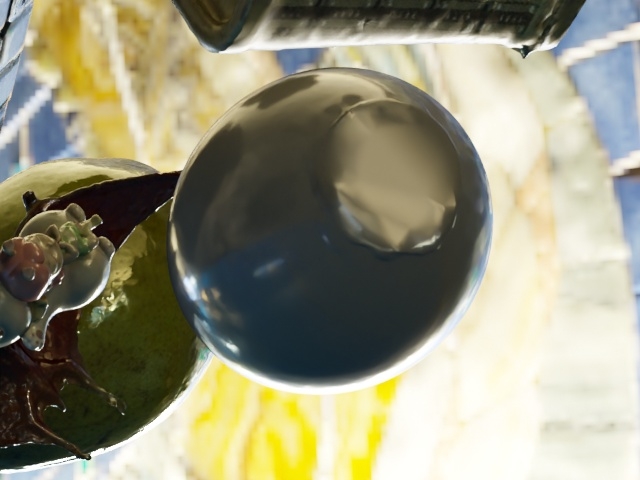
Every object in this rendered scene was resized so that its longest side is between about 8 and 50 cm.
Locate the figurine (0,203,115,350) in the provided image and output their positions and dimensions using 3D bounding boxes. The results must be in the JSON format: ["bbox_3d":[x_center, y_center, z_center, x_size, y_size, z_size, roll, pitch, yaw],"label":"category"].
[{"bbox_3d":[-0.218,0.026,1.335,0.146,0.081,0.098,-31,144,-41],"label":"figurine"}]

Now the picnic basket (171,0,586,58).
[{"bbox_3d":[0.006,-0.247,0.750,0.175,0.313,0.228,-5,137,-34],"label":"picnic basket"}]

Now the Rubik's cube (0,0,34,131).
[{"bbox_3d":[-0.343,-0.105,1.237,0.238,0.237,0.237,25,131,5],"label":"Rubik's cube"}]

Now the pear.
[{"bbox_3d":[-0.220,0.063,1.682,0.307,0.253,0.253,-37,-170,-38],"label":"pear"}]

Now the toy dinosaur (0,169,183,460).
[{"bbox_3d":[-0.215,0.072,1.430,0.327,0.207,0.113,-26,-178,-33],"label":"toy dinosaur"}]

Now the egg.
[{"bbox_3d":[0.000,0.000,1.086,0.176,0.176,0.232,3,157,-23],"label":"egg"}]
